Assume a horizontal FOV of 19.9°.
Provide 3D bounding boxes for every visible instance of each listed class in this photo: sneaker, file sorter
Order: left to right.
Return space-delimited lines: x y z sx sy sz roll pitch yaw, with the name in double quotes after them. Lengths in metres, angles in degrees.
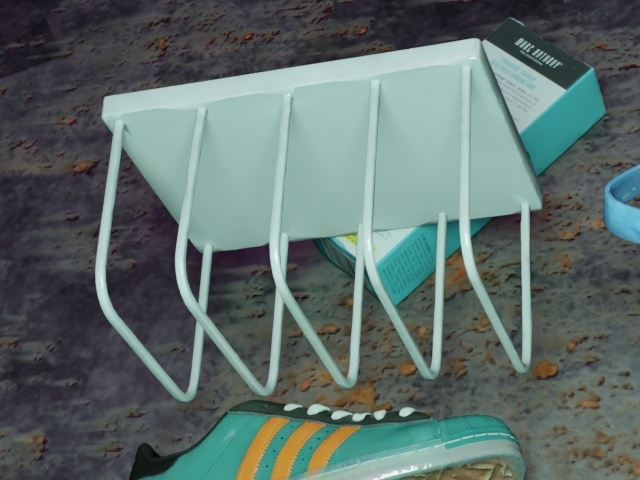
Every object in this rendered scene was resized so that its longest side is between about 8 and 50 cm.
-0.007 0.157 1.298 0.302 0.108 0.121 -16 54 12 "sneaker"
0.000 0.000 1.288 0.277 0.193 0.173 -7 56 18 "file sorter"

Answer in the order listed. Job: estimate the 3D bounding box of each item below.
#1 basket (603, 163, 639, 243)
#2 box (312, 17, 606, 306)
0.366 -0.035 1.211 0.255 0.201 0.289 25 35 36 "basket"
0.106 -0.064 1.457 0.244 0.060 0.100 -42 51 -12 "box"
